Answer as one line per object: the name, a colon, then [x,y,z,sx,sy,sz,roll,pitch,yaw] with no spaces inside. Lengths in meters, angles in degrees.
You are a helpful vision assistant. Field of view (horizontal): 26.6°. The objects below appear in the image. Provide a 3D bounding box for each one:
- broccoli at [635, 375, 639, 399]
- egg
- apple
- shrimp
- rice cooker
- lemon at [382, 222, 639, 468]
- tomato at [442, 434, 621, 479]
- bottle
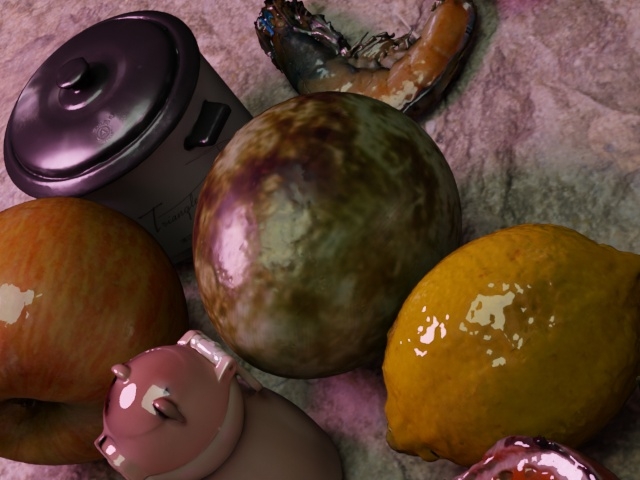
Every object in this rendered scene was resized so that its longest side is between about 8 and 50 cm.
broccoli: [0.314,0.151,0.968,0.219,0.194,0.194,39,81,6]
egg: [0.000,0.000,1.202,0.238,0.238,0.289,-1,39,32]
apple: [-0.252,0.078,1.304,0.264,0.264,0.264,-17,50,21]
shrimp: [0.048,-0.234,1.482,0.222,0.054,0.290,-45,49,-3]
rice cooker: [-0.199,-0.109,1.428,0.280,0.227,0.241,8,62,36]
lemon: [0.155,0.086,1.083,0.256,0.188,0.188,-34,46,8]
tomato: [0.173,0.261,0.990,0.199,0.112,0.228,-9,74,49]
bottle: [-0.093,0.172,1.143,0.147,0.236,0.148,-17,51,22]
